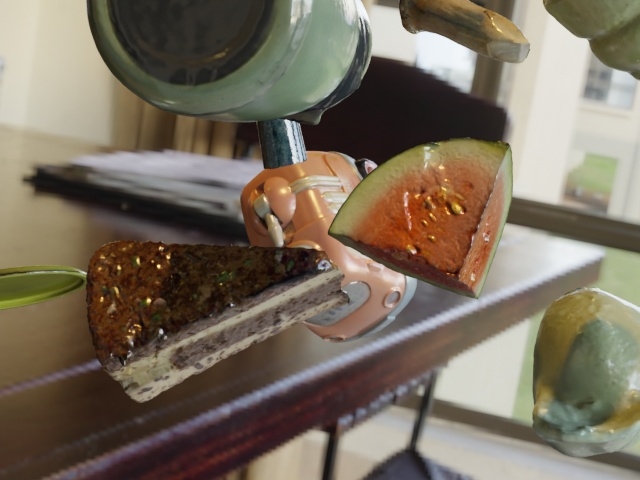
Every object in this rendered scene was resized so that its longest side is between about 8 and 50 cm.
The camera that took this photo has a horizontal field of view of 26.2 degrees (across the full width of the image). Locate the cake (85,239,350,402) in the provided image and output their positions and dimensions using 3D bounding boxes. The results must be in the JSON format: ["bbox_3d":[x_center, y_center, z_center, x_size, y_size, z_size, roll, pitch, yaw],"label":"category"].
[{"bbox_3d":[-0.110,0.041,1.344,0.246,0.135,0.112,-26,-29,-1],"label":"cake"}]

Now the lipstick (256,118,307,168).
[{"bbox_3d":[-0.065,-0.203,1.613,0.053,0.234,0.053,-12,8,2],"label":"lipstick"}]

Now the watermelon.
[{"bbox_3d":[0.099,-0.021,1.357,0.145,0.193,0.137,17,36,16],"label":"watermelon"}]

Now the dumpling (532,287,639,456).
[{"bbox_3d":[0.385,0.169,1.872,0.211,0.270,0.321,22,51,-16],"label":"dumpling"}]

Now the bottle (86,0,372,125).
[{"bbox_3d":[-0.049,-0.174,1.084,0.168,0.169,0.347,12,5,12],"label":"bottle"}]

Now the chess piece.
[{"bbox_3d":[0.513,-0.231,1.857,0.442,0.234,0.234,45,4,-11],"label":"chess piece"}]

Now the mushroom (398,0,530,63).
[{"bbox_3d":[0.196,-0.300,1.905,0.209,0.084,0.071,32,27,35],"label":"mushroom"}]

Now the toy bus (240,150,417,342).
[{"bbox_3d":[0.000,0.000,2.005,0.194,0.288,0.232,-34,-26,25],"label":"toy bus"}]

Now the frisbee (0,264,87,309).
[{"bbox_3d":[-0.436,0.067,1.900,0.235,0.017,0.236,-11,-11,-2],"label":"frisbee"}]
